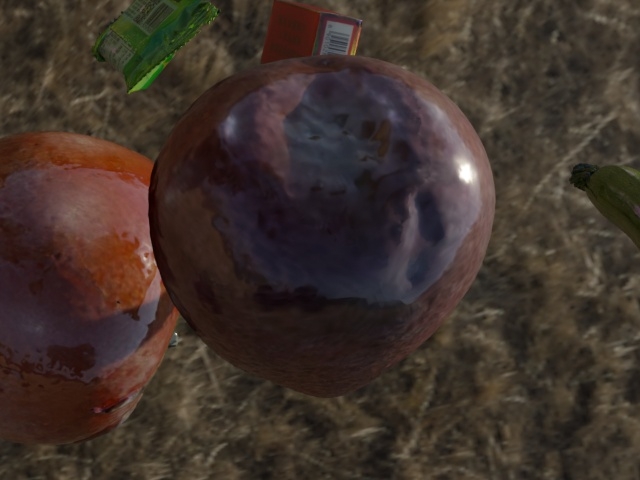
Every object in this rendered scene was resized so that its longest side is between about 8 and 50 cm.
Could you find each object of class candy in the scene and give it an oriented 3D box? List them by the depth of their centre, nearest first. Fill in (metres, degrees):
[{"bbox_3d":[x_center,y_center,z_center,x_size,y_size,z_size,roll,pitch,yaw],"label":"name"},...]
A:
[{"bbox_3d":[-0.149,-0.180,1.202,0.032,0.178,0.102,40,90,-25],"label":"candy"}]

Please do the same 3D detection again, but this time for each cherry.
[{"bbox_3d":[-0.002,-0.010,0.948,0.239,0.239,0.206,-10,66,-32],"label":"cherry"}]

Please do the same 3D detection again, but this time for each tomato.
[{"bbox_3d":[-0.230,0.034,1.139,0.265,0.265,0.265,9,72,-28],"label":"tomato"}]

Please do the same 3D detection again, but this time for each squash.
[{"bbox_3d":[0.253,-0.021,1.076,0.052,0.183,0.052,-7,117,-13],"label":"squash"}]

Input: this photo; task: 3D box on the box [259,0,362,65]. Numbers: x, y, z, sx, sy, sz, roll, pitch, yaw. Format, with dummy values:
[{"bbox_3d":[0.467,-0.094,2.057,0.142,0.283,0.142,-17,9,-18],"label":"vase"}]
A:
[{"bbox_3d":[-0.021,-0.131,1.286,0.048,0.112,0.175,8,103,-28],"label":"box"}]
